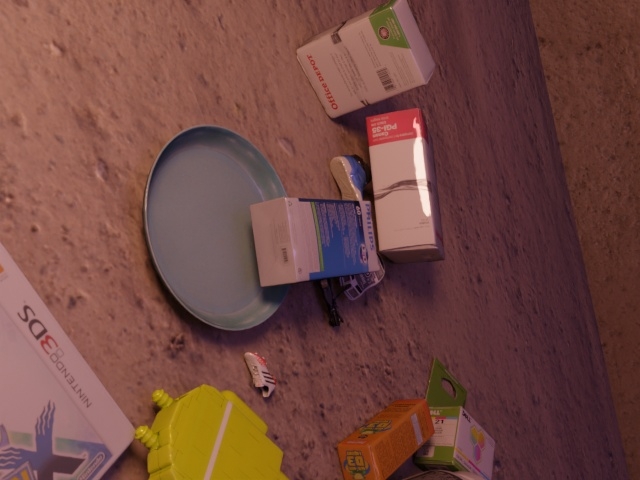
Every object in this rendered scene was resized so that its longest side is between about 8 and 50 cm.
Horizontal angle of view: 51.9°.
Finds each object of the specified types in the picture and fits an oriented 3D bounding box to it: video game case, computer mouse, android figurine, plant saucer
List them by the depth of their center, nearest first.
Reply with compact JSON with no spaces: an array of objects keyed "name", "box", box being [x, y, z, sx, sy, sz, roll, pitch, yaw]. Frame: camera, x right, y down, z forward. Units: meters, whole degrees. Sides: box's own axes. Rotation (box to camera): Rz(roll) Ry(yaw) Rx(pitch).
[{"name":"video game case","box":[-0.370,0.206,0.659,0.329,0.036,0.299,-50,120,-47]},{"name":"android figurine","box":[-0.134,0.307,0.877,0.273,0.056,0.248,47,27,-23]},{"name":"plant saucer","box":[-0.153,-0.019,1.013,0.318,0.044,0.317,19,66,-50]},{"name":"computer mouse","box":[0.059,0.081,1.274,0.193,0.042,0.106,-32,101,-47]}]

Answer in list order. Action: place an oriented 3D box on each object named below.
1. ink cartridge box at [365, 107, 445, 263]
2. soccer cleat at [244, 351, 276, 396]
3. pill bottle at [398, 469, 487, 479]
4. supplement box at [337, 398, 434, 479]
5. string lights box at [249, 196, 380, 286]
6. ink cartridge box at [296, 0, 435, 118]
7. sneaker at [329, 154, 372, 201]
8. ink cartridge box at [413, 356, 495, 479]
[{"name":"ink cartridge box","box":[0.181,-0.103,1.373,0.207,0.117,0.282,31,53,-72]},{"name":"soccer cleat","box":[-0.097,0.210,1.034,0.083,0.029,0.035,62,34,-28]},{"name":"pill bottle","box":[0.187,0.528,1.171,0.363,0.210,0.210,10,72,-52]},{"name":"supplement box","box":[0.130,0.377,1.250,0.233,0.078,0.080,-19,96,-55]},{"name":"string lights box","box":[0.000,0.000,1.113,0.260,0.077,0.133,-2,83,-56]},{"name":"ink cartridge box","box":[0.088,-0.354,1.286,0.160,0.219,0.092,60,36,-24]},{"name":"sneaker","box":[0.077,-0.102,1.333,0.085,0.058,0.152,-19,89,-45]},{"name":"ink cartridge box","box":[0.312,0.411,1.471,0.189,0.097,0.255,47,47,-36]}]
